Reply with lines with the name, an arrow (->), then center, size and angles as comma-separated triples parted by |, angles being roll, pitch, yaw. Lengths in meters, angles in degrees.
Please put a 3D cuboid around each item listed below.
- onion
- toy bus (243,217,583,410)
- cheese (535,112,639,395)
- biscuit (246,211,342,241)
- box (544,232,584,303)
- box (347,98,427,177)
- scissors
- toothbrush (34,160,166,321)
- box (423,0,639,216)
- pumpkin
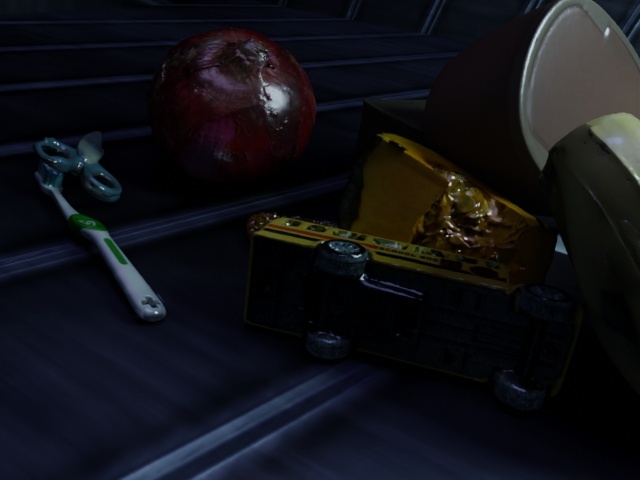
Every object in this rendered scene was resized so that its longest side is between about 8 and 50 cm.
onion -> -0.143, -0.220, 1.025 | 0.276, 0.276, 0.276 | 6, 27, -3
toy bus -> 0.090, 0.065, 0.667 | 0.335, 0.121, 0.123 | 12, 20, 11
cheese -> 0.320, 0.039, 0.611 | 0.128, 0.316, 0.259 | -22, -15, 20
biscuit -> -0.009, 0.004, 0.861 | 0.206, 0.025, 0.126 | 10, 27, 5
box -> 0.418, 0.020, 0.893 | 0.155, 0.067, 0.243 | 23, 31, 25
box -> 0.210, -0.163, 1.120 | 0.273, 0.143, 0.184 | -10, 31, -33
scissors -> -0.372, -0.136, 0.999 | 0.138, 0.041, 0.289 | 33, 11, -22
toothbrush -> -0.299, -0.010, 0.812 | 0.042, 0.040, 0.418 | 4, 26, -43
box -> 0.307, -0.178, 0.924 | 0.300, 0.301, 0.216 | -13, 8, -34
pumpkin -> 0.142, -0.031, 0.807 | 0.190, 0.139, 0.280 | 16, 18, -30
